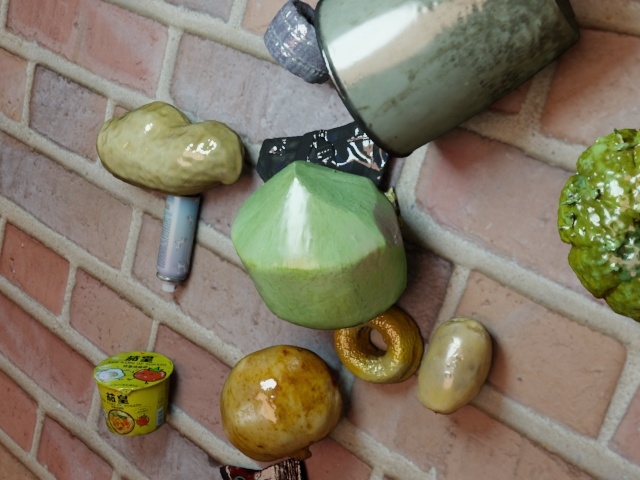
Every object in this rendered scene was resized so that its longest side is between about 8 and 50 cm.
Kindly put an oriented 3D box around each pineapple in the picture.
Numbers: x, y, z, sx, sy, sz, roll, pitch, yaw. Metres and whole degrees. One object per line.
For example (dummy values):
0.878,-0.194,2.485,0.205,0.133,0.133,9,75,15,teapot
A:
0.127,-0.056,1.383,0.045,0.019,0.083,-19,83,29,pineapple

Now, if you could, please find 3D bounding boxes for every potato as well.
0.233,0.217,1.284,0.109,0.118,0.178,19,94,-4,potato

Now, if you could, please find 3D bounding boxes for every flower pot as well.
0.199,-0.325,1.143,0.330,0.293,0.294,-25,80,31,flower pot

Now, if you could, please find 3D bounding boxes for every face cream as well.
-0.325,0.004,1.676,0.075,0.075,0.229,21,107,32,face cream

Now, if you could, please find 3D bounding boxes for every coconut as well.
0.000,0.000,1.300,0.328,0.281,0.328,50,164,21,coconut

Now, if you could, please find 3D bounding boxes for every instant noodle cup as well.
-0.434,0.364,1.740,0.182,0.182,0.144,14,112,33,instant noodle cup

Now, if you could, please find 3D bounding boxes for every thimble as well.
-0.024,-0.369,1.381,0.150,0.150,0.098,51,119,20,thimble

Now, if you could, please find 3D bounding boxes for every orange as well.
0.479,-0.022,1.015,0.301,0.223,0.300,-19,89,35,orange

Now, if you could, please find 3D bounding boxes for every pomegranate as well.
-0.077,0.321,1.447,0.248,0.248,0.248,4,98,35,pomegranate

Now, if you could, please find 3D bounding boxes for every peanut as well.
-0.321,-0.196,1.599,0.387,0.169,0.192,14,94,29,peanut

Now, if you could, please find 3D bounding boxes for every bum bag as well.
0.005,-0.151,1.428,0.310,0.074,0.137,-7,89,33,bum bag

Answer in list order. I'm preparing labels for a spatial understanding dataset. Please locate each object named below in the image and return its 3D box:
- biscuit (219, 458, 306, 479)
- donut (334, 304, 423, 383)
-0.125,0.554,1.603,0.235,0.063,0.151,-20,72,40,biscuit
0.102,0.193,1.398,0.178,0.065,0.162,24,108,32,donut
